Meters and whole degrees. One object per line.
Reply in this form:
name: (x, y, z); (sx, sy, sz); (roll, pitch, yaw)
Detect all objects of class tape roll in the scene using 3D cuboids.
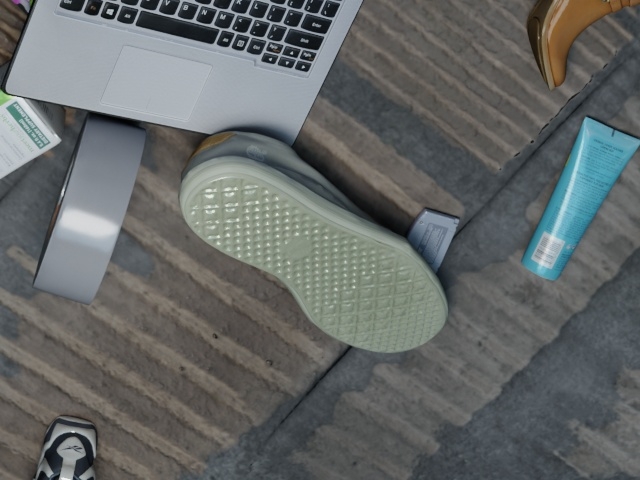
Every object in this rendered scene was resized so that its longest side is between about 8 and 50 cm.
tape roll: (-0.271, -0.038, 1.803); (0.072, 0.219, 0.219); (19, 115, -12)

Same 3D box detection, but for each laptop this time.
laptop: (-0.073, -0.240, 1.634); (0.382, 0.236, 0.408); (10, 120, -33)

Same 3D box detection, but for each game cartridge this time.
game cartridge: (0.137, 0.000, 1.968); (0.056, 0.017, 0.083); (15, 116, -16)

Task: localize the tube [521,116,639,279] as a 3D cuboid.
tube: (0.321, -0.050, 1.938); (0.080, 0.052, 0.207); (19, 110, -19)

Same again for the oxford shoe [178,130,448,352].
oxford shoe: (0.000, 0.000, 1.901); (0.169, 0.130, 0.449); (-40, 129, 20)

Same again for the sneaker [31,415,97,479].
sneaker: (-0.349, 0.368, 2.052); (0.094, 0.153, 0.235); (16, 116, -10)

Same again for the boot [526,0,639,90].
boot: (0.321, -0.274, 1.804); (0.152, 0.073, 0.197); (-10, 121, -4)

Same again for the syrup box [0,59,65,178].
syrup box: (-0.425, -0.109, 1.823); (0.237, 0.096, 0.093); (-31, 116, 11)

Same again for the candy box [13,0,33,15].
candy box: (-0.279, -0.319, 1.735); (0.159, 0.071, 0.233); (-37, 115, 14)
